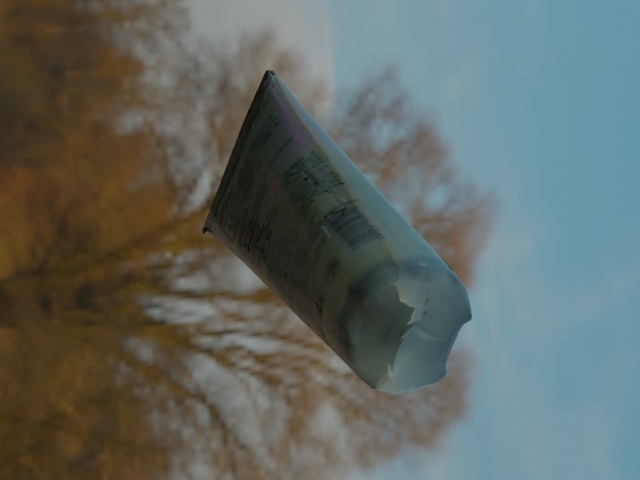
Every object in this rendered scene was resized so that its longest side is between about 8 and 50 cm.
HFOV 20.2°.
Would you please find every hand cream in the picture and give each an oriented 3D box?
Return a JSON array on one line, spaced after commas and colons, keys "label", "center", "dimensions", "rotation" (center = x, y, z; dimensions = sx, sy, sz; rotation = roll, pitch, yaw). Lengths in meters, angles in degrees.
[{"label": "hand cream", "center": [0.000, 0.000, 0.548], "dimensions": [0.143, 0.039, 0.061], "rotation": [48, -58, 55]}]
